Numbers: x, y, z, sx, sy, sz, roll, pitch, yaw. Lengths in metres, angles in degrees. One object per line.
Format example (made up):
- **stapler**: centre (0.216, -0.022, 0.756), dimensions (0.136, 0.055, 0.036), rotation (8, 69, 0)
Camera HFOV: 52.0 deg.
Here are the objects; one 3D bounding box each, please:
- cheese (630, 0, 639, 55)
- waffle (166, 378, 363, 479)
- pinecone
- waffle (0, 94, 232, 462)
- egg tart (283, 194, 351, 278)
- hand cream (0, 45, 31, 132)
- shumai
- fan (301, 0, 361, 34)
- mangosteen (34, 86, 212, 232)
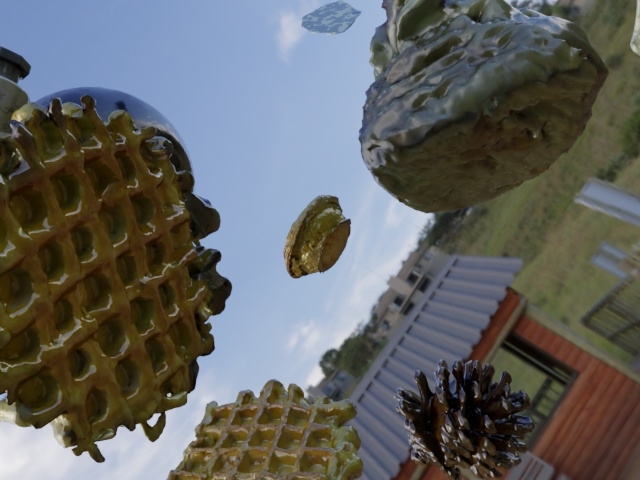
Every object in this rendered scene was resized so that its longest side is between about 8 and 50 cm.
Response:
- **cheese**: centre (0.561, -0.355, 1.109), dimensions (0.235, 0.050, 0.127), rotation (9, -92, -59)
- **waffle**: centre (-0.055, 0.250, 0.804), dimensions (0.219, 0.229, 0.057), rotation (-67, -33, -60)
- **pinecone**: centre (0.198, 0.246, 0.910), dimensions (0.195, 0.179, 0.150), rotation (-20, 29, 42)
- **waffle**: centre (-0.181, 0.031, 0.570), dimensions (0.329, 0.062, 0.329), rotation (-8, -90, -67)
- **egg tart**: centre (0.000, 0.000, 1.283), dimensions (0.191, 0.074, 0.191), rotation (-46, -27, -32)
- **hand cream**: centre (-0.301, -0.031, 0.541), dimensions (0.095, 0.059, 0.276), rotation (-16, 59, 60)
- **shumai**: centre (0.152, -0.171, 0.713), dimensions (0.256, 0.218, 0.189), rotation (-25, -24, 10)
- **fan**: centre (0.023, -0.473, 1.392), dimensions (0.240, 0.131, 0.009), rotation (-87, -11, -55)
- **mangosteen**: centre (-0.373, -0.050, 1.149), dimensions (0.435, 0.382, 0.382), rotation (44, -104, -32)
